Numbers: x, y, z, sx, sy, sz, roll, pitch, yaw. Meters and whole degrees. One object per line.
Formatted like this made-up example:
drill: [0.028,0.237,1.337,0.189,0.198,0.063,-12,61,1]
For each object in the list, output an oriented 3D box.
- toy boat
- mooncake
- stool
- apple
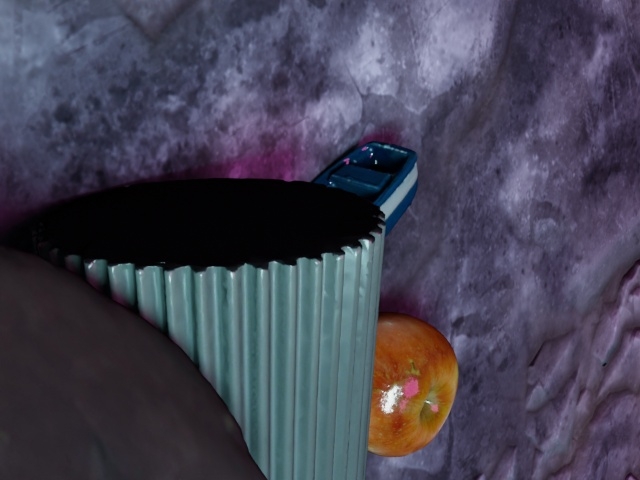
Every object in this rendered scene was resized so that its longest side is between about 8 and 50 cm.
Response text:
toy boat: [0.000,0.000,1.267,0.299,0.096,0.062,-44,136,-32]
mooncake: [-0.217,0.169,0.740,0.351,0.212,0.381,61,23,13]
stool: [-0.088,0.136,1.046,0.297,0.297,0.330,-18,113,-46]
apple: [0.074,0.159,1.349,0.163,0.139,0.163,-31,132,-42]
